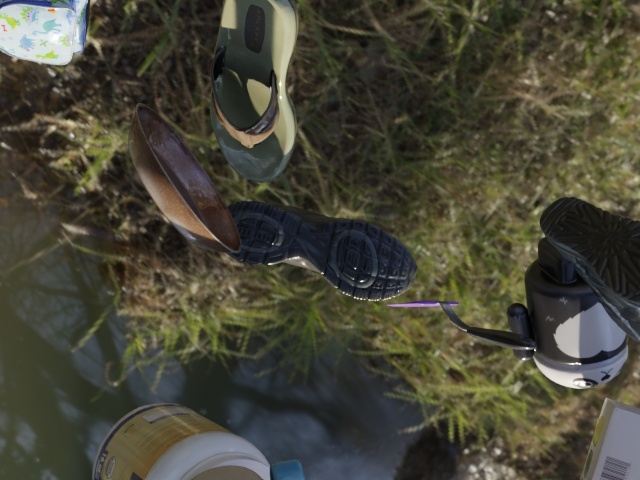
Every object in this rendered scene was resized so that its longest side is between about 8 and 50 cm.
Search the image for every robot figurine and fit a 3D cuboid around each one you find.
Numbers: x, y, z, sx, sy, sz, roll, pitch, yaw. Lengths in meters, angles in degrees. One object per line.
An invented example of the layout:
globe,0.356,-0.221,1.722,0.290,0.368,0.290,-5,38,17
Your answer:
robot figurine,0.450,0.125,1.575,0.173,0.209,0.278,-44,130,-53

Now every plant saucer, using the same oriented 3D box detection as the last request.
plant saucer,-0.159,-0.062,1.009,0.036,0.198,0.198,-32,140,7

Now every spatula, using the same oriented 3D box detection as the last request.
spatula,0.206,0.116,1.289,0.084,0.296,0.030,3,99,-29

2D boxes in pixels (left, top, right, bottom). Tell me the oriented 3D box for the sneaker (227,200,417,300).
sneaker,0.000,0.000,1.278,0.130,0.286,0.109,-80,-171,-80

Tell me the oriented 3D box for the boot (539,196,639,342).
boot,0.318,0.056,0.889,0.076,0.189,0.208,-40,128,1

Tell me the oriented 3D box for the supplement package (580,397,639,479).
supplement package,0.533,0.384,1.445,0.263,0.198,0.199,23,84,-74

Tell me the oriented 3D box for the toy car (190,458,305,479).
toy car,-0.110,0.441,1.181,0.219,0.210,0.237,-9,109,-11

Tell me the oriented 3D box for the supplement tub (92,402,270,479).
supplement tub,-0.208,0.397,1.418,0.228,0.316,0.228,-2,95,-32

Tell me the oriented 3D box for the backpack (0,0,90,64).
backpack,-0.287,-0.232,0.885,0.114,0.084,0.105,8,146,-14

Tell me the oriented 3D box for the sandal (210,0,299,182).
sandal,-0.095,-0.187,1.121,0.302,0.120,0.086,94,17,-48
